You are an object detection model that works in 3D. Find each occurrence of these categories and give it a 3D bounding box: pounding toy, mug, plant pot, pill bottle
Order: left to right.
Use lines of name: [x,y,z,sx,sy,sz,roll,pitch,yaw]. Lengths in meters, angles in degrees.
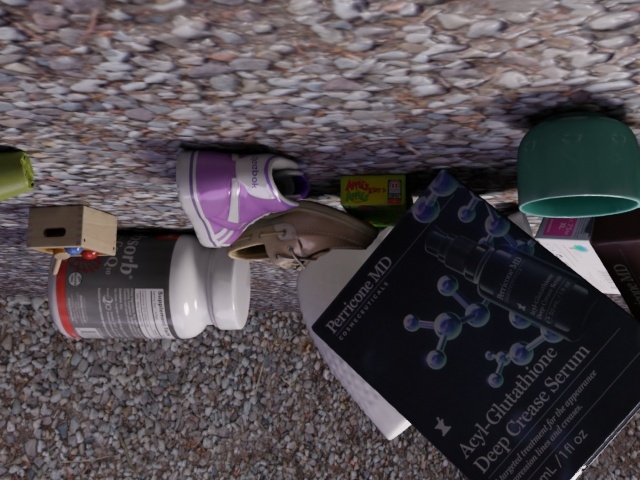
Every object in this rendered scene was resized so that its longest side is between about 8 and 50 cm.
plant pot: [-0.412,-0.083,1.157,0.079,0.083,0.083,-12,172,-3]
pounding toy: [-0.442,0.002,1.585,0.141,0.100,0.130,-2,170,18]
pill bottle: [-0.332,0.090,1.793,0.362,0.210,0.210,-1,171,7]
mug: [0.146,0.113,1.603,0.276,0.328,0.374,-23,157,-51]
mug: [0.287,-0.082,0.994,0.129,0.098,0.157,-6,170,33]

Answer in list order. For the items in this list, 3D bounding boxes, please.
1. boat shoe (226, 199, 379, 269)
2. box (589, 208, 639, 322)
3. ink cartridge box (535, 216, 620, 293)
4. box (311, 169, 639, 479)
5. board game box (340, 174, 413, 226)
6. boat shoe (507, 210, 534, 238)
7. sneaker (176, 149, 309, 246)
boat shoe: [-0.036,0.000,1.393,0.302,0.098,0.109,5,164,45]
box: [0.549,-0.009,1.101,0.381,0.143,0.191,-6,139,40]
ink cartridge box: [0.530,0.027,1.465,0.311,0.065,0.186,6,153,48]
box: [0.244,0.146,1.258,0.395,0.293,0.212,41,-174,21]
board game box: [0.088,-0.057,1.347,0.092,0.043,0.181,0,171,10]
boat shoe: [0.321,0.027,1.580,0.104,0.113,0.306,-15,170,8]
sneaker: [-0.093,-0.050,1.236,0.161,0.102,0.282,-2,171,1]
